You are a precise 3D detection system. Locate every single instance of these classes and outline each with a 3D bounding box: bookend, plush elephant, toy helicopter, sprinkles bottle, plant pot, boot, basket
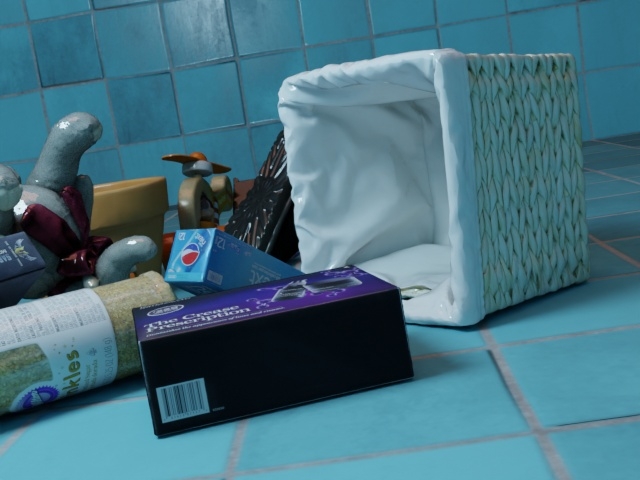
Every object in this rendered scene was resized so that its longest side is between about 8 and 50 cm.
[{"bbox_3d":[-0.117,-0.077,2.102,0.156,0.072,0.157,-9,46,3],"label":"bookend"},{"bbox_3d":[-0.344,0.035,1.286,0.255,0.330,0.272,30,25,1],"label":"plush elephant"},{"bbox_3d":[-0.238,-0.085,1.909,0.140,0.235,0.355,-8,14,8],"label":"toy helicopter"},{"bbox_3d":[-0.330,0.128,1.023,0.355,0.121,0.121,-15,10,-33],"label":"sprinkles bottle"},{"bbox_3d":[-0.399,0.011,1.624,0.290,0.204,0.291,-8,8,1],"label":"plant pot"},{"bbox_3d":[0.003,-0.001,1.455,0.260,0.348,0.131,34,-13,-27],"label":"boot"},{"bbox_3d":[0.151,-0.082,1.236,0.266,0.331,0.328,-13,9,-36],"label":"basket"}]

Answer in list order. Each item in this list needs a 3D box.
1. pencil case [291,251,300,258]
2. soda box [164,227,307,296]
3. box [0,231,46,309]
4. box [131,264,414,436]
[{"bbox_3d":[-0.096,0.016,1.702,0.088,0.086,0.206,23,21,17],"label":"pencil case"},{"bbox_3d":[-0.087,0.053,1.132,0.071,0.067,0.210,-3,-22,40],"label":"soda box"},{"bbox_3d":[-0.454,0.094,1.089,0.232,0.059,0.183,-42,-11,34],"label":"box"},{"bbox_3d":[-0.058,0.106,0.972,0.261,0.103,0.184,-11,6,-12],"label":"box"}]
